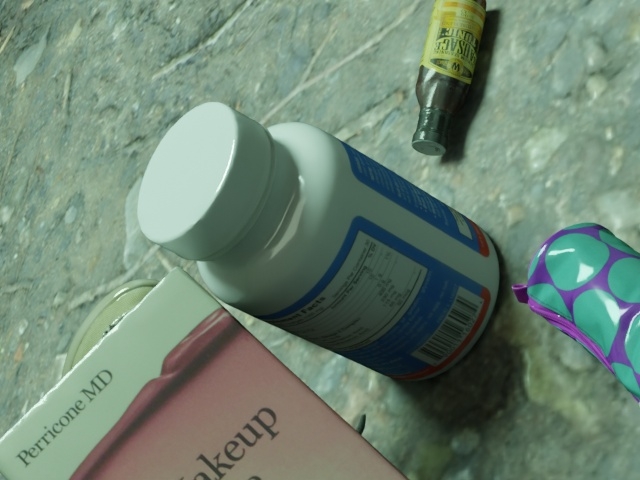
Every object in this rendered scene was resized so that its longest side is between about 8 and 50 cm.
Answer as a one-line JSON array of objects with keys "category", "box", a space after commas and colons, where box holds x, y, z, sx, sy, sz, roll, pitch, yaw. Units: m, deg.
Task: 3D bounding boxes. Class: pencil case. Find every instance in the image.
[{"category": "pencil case", "box": [0.172, 0.053, 0.624, 0.070, 0.064, 0.151, -32, 39, -3]}]

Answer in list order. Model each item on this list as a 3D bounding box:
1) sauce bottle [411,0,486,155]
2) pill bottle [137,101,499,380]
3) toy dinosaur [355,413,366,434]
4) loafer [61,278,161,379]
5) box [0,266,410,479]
[{"category": "sauce bottle", "box": [0.093, -0.125, 0.854, 0.042, 0.042, 0.128, -9, 63, 47]}, {"category": "pill bottle", "box": [0.000, 0.000, 0.732, 0.124, 0.222, 0.124, -29, 47, 36]}, {"category": "toy dinosaur", "box": [-0.107, 0.226, 0.751, 0.314, 0.121, 0.160, -12, 60, 3]}, {"category": "loafer", "box": [-0.166, 0.163, 0.937, 0.092, 0.102, 0.268, 29, 100, 52]}, {"category": "box", "box": [-0.042, 0.153, 0.643, 0.232, 0.127, 0.148, 41, 79, 14]}]
